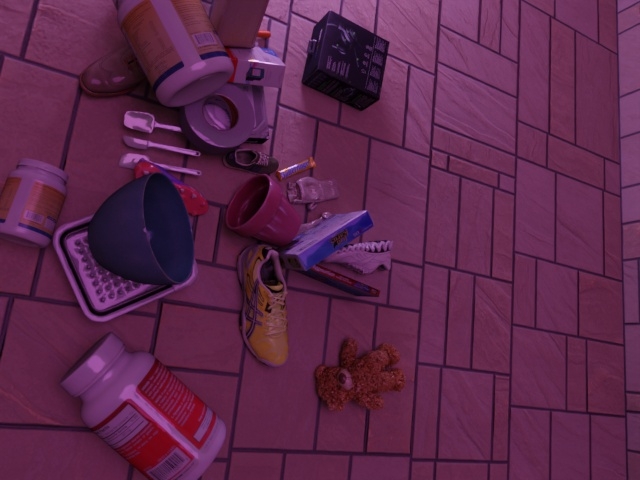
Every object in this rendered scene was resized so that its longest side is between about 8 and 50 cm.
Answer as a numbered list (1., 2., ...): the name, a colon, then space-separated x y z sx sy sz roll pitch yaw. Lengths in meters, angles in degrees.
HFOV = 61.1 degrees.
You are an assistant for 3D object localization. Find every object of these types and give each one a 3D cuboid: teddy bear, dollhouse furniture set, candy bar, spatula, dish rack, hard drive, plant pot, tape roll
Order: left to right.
1. dish rack: -0.541 0.046 1.519 0.332 0.072 0.286 -25 94 -30
2. plant pot: -0.475 -0.015 1.397 0.195 0.290 0.291 -11 86 8
3. spatula: -0.465 -0.282 1.615 0.241 0.019 0.169 8 92 -22
4. dollhouse furniture set: -0.337 -0.802 1.645 0.394 0.257 0.362 45 37 24
5. tape roll: -0.313 -0.375 1.644 0.219 0.072 0.220 6 77 -29
6. hard drive: -0.297 -0.487 1.755 0.236 0.064 0.340 -3 82 -30
7. plant pot: -0.166 -0.076 1.692 0.180 0.201 0.202 38 65 -35
8. candy bar: -0.084 -0.243 1.855 0.161 0.018 0.040 -27 94 -31
9. teddy bear: 0.150 0.450 1.811 0.337 0.113 0.245 12 73 -27

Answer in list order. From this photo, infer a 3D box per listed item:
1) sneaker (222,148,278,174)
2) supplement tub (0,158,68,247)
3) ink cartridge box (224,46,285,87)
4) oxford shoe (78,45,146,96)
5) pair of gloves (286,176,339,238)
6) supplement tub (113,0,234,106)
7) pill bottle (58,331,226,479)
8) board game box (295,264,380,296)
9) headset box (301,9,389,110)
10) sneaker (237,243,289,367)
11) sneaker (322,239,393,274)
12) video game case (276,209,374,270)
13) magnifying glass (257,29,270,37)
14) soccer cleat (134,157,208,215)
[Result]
1. sneaker: -0.212 -0.256 1.746 0.192 0.086 0.065 3 80 -29
2. supplement tub: -0.741 -0.094 1.389 0.144 0.144 0.200 20 72 -25
3. ink cartridge box: -0.240 -0.547 1.679 0.230 0.078 0.134 -2 40 -29
4. oxford shoe: -0.539 -0.530 1.587 0.348 0.130 0.123 -37 100 -29
5. pair of gloves: -0.012 -0.102 1.857 0.204 0.042 0.241 -3 82 -29
6. supplement tub: -0.400 -0.549 1.460 0.228 0.228 0.317 -29 94 -30
7. pill bottle: -0.458 0.439 1.406 0.408 0.229 0.229 48 63 -13
8. board game box: 0.045 0.129 1.788 0.281 0.145 0.027 24 75 -24
9. headset box: 0.084 -0.646 1.954 0.282 0.131 0.247 17 74 -26
10. sneaker: -0.167 0.200 1.657 0.145 0.147 0.385 -12 88 -32
11. sneaker: 0.133 0.064 1.878 0.291 0.110 0.119 -4 92 -29
12. video game case: 0.000 0.000 1.699 0.269 0.244 0.061 -32 103 -21
13. magnifying glass: -0.267 -0.692 1.807 0.230 0.092 0.026 -16 128 -38
14. soccer cleat: -0.437 -0.161 1.610 0.248 0.083 0.095 30 27 -34
